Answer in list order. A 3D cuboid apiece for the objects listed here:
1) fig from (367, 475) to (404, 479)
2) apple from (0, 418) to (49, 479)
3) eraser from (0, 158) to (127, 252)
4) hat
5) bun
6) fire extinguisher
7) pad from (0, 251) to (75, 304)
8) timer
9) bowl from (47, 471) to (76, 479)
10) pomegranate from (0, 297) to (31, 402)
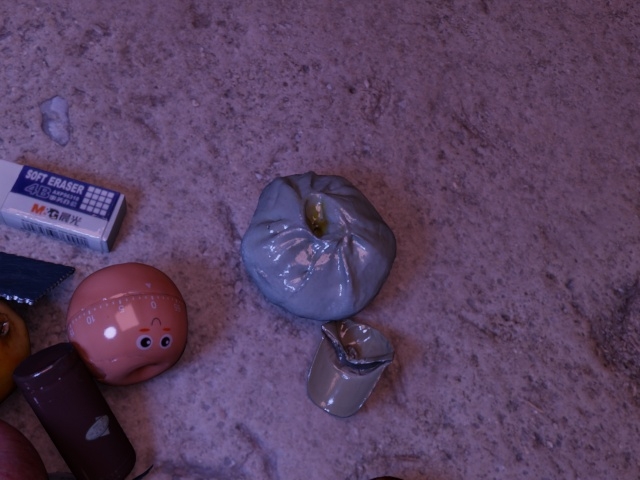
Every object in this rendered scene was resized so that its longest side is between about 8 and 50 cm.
[{"bbox_3d":[0.139,0.561,1.344,0.175,0.207,0.175,-14,42,13],"label":"fig"},{"bbox_3d":[-0.589,0.437,1.097,0.345,0.269,0.344,6,30,-3],"label":"apple"},{"bbox_3d":[-0.571,-0.073,1.501,0.279,0.081,0.124,16,65,-4],"label":"eraser"},{"bbox_3d":[0.060,0.273,1.492,0.166,0.144,0.173,27,108,18],"label":"hat"},{"bbox_3d":[0.006,0.000,1.509,0.355,0.194,0.354,5,59,-9],"label":"bun"},{"bbox_3d":[-0.420,0.350,1.283,0.135,0.114,0.337,-23,110,-6],"label":"fire extinguisher"},{"bbox_3d":[-0.642,0.057,1.355,0.270,0.269,0.012,13,100,-7],"label":"pad"},{"bbox_3d":[-0.371,0.163,1.358,0.230,0.229,0.214,-14,71,-16],"label":"timer"},{"bbox_3d":[-0.491,0.511,1.262,0.189,0.086,0.189,4,66,-10],"label":"bowl"},{"bbox_3d":[-0.661,0.199,1.268,0.264,0.264,0.264,4,66,-9],"label":"pomegranate"}]
